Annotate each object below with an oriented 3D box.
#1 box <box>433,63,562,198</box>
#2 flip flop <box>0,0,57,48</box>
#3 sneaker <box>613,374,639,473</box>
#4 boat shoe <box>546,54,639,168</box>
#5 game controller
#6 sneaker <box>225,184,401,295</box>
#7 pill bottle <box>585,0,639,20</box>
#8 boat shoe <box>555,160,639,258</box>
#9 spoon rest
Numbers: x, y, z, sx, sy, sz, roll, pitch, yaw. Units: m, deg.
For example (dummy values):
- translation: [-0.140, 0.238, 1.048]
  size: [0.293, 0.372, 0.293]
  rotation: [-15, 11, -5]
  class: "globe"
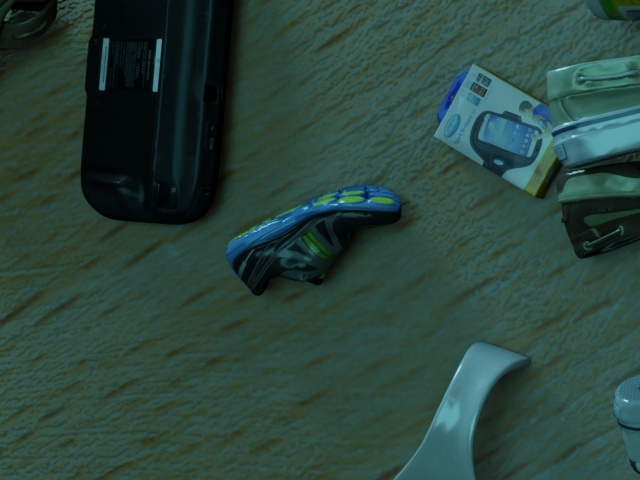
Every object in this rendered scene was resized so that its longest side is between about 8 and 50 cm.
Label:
- translation: [0.170, -0.107, 1.832]
  size: [0.136, 0.028, 0.081]
  rotation: [32, 101, 21]
  class: "box"
- translation: [-0.326, -0.238, 2.045]
  size: [0.277, 0.080, 0.112]
  rotation: [-50, 30, 28]
  class: "flip flop"
- translation: [0.388, 0.159, 1.693]
  size: [0.258, 0.094, 0.091]
  rotation: [-3, 114, 22]
  class: "sneaker"
- translation: [0.341, -0.143, 1.682]
  size: [0.302, 0.109, 0.094]
  rotation: [-16, 91, 9]
  class: "boat shoe"
- translation: [-0.168, -0.177, 1.987]
  size: [0.166, 0.067, 0.319]
  rotation: [5, 89, 40]
  class: "game controller"
- translation: [0.000, 0.000, 1.895]
  size: [0.188, 0.067, 0.078]
  rotation: [-23, 99, 21]
  class: "sneaker"
- translation: [0.358, -0.262, 1.691]
  size: [0.246, 0.136, 0.136]
  rotation: [2, 88, 25]
  class: "pill bottle"
- translation: [0.335, -0.029, 1.719]
  size: [0.257, 0.095, 0.095]
  rotation: [-8, 87, 37]
  class: "boat shoe"
- translation: [0.118, 0.231, 1.808]
  size: [0.137, 0.084, 0.276]
  rotation: [18, 94, 25]
  class: "spoon rest"
